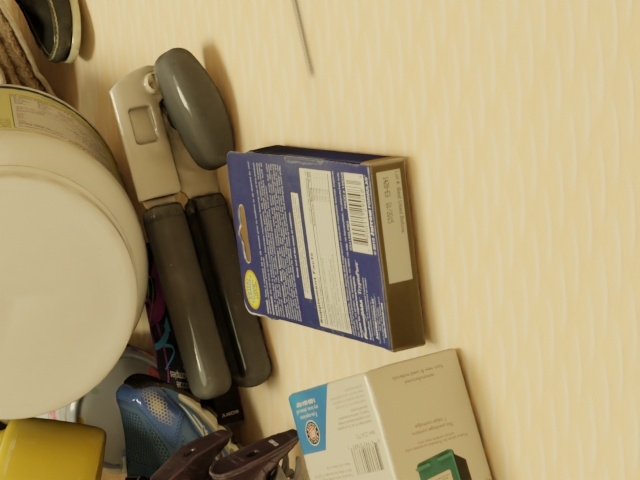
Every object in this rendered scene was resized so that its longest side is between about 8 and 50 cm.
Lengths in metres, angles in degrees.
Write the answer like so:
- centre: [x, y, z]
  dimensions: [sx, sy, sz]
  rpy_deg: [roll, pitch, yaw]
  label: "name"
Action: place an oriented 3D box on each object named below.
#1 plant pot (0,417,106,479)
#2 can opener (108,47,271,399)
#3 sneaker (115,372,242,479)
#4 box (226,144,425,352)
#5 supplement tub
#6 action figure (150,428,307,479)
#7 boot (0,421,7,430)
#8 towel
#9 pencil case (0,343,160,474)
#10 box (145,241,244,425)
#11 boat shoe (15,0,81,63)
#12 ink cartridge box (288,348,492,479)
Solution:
- centre: [-0.315, 0.264, 1.631]
  dimensions: [0.254, 0.239, 0.254]
  rpy_deg: [-172, 90, -86]
  label: "plant pot"
- centre: [-0.099, -0.015, 1.601]
  dimensions: [0.095, 0.076, 0.283]
  rpy_deg: [-22, 83, 63]
  label: "can opener"
- centre: [-0.131, 0.276, 1.691]
  dimensions: [0.130, 0.147, 0.330]
  rpy_deg: [9, 113, 58]
  label: "sneaker"
- centre: [0.000, 0.000, 1.463]
  dimensions: [0.225, 0.036, 0.136]
  rpy_deg: [10, 110, 59]
  label: "box"
- centre: [-0.271, 0.005, 1.674]
  dimensions: [0.325, 0.235, 0.235]
  rpy_deg: [-126, 30, -71]
  label: "supplement tub"
- centre: [-0.028, 0.293, 1.583]
  dimensions: [0.185, 0.099, 0.285]
  rpy_deg: [6, 122, 54]
  label: "action figure"
- centre: [-0.385, 0.199, 2.238]
  dimensions: [0.264, 0.096, 0.280]
  rpy_deg: [66, 158, -6]
  label: "boot"
- centre: [-0.339, -0.217, 1.880]
  dimensions: [0.187, 0.049, 0.282]
  rpy_deg: [38, 159, 49]
  label: "towel"
- centre: [-0.238, 0.146, 1.885]
  dimensions: [0.273, 0.113, 0.124]
  rpy_deg: [8, 93, 60]
  label: "pencil case"
- centre: [-0.117, 0.081, 1.725]
  dimensions: [0.116, 0.029, 0.162]
  rpy_deg: [-1, 103, 62]
  label: "box"
- centre: [-0.291, -0.258, 1.855]
  dimensions: [0.233, 0.079, 0.084]
  rpy_deg: [63, 148, 23]
  label: "boat shoe"
- centre: [0.065, 0.203, 1.385]
  dimensions: [0.134, 0.078, 0.231]
  rpy_deg: [-24, 80, 62]
  label: "ink cartridge box"
